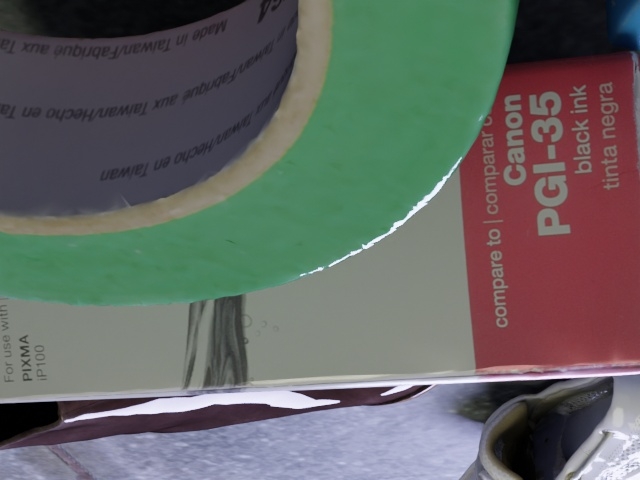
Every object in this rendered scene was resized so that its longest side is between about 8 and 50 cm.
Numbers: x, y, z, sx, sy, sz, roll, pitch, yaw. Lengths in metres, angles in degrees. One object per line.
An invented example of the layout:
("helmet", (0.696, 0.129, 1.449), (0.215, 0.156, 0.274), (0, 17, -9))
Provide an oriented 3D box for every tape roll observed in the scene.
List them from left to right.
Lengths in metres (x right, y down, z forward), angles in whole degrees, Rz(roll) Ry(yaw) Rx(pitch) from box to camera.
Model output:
("tape roll", (-0.107, -0.099, 0.362), (0.321, 0.077, 0.321), (9, 148, 6))

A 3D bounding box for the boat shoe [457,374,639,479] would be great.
("boat shoe", (0.150, 0.149, 1.016), (0.096, 0.098, 0.277), (16, 141, -23))

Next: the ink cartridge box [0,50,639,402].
("ink cartridge box", (0.000, 0.000, 0.622), (0.283, 0.117, 0.207), (-4, 179, 14))

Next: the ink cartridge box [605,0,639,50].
("ink cartridge box", (0.193, -0.140, 0.442), (0.134, 0.078, 0.231), (9, 153, -11))

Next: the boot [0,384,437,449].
("boot", (-0.056, 0.074, 0.806), (0.207, 0.090, 0.248), (-15, 179, -43))
